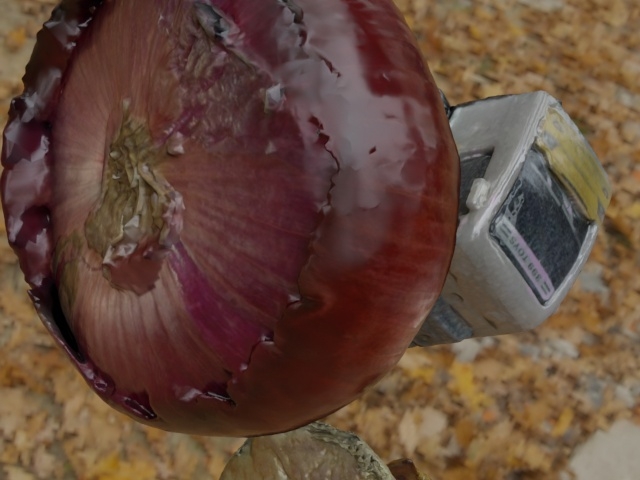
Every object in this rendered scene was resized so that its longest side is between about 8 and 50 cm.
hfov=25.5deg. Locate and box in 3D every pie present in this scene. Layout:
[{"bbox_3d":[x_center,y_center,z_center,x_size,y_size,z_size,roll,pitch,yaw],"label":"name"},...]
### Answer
[{"bbox_3d":[0.001,0.238,1.088,0.052,0.185,0.218,3,58,-43],"label":"pie"},{"bbox_3d":[0.108,0.284,1.565,0.170,0.092,0.034,43,51,-37],"label":"pie"}]

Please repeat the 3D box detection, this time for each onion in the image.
[{"bbox_3d":[-0.039,-0.031,0.641,0.161,0.248,0.248,-20,52,-38],"label":"onion"}]

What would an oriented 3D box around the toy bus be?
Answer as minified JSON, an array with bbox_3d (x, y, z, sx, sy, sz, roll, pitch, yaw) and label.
[{"bbox_3d":[0.000,0.000,0.861,0.097,0.342,0.138,51,49,-31],"label":"toy bus"}]
